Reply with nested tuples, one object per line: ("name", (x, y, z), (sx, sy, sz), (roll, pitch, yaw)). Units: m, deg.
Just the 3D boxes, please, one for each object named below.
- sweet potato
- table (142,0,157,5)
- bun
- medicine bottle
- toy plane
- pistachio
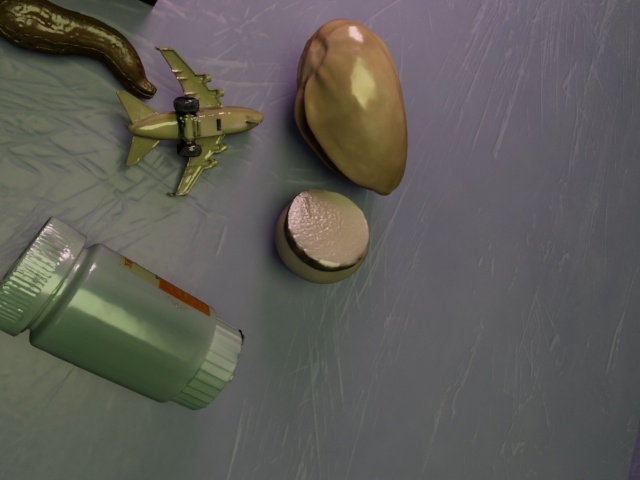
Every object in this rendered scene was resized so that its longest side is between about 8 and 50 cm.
("sweet potato", (-0.346, -0.286, 0.711), (0.233, 0.062, 0.081), (18, 99, -33))
("table", (-0.261, -0.530, 0.653), (0.196, 0.251, 0.281), (12, 84, -30))
("bun", (0.000, 0.000, 0.885), (0.173, 0.120, 0.172), (8, 63, -16))
("medicine bottle", (-0.276, 0.115, 0.693), (0.318, 0.158, 0.158), (37, 72, -26))
("toy plane", (-0.194, -0.187, 0.783), (0.244, 0.092, 0.228), (-13, 116, -31))
("pistachio", (0.065, -0.230, 0.885), (0.214, 0.193, 0.318), (-34, 118, -15))
